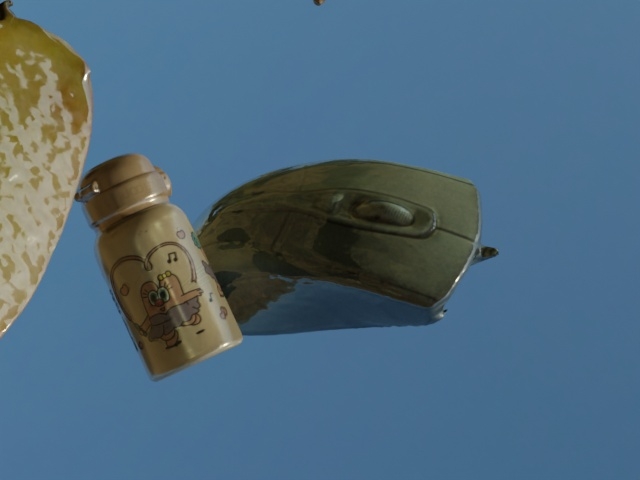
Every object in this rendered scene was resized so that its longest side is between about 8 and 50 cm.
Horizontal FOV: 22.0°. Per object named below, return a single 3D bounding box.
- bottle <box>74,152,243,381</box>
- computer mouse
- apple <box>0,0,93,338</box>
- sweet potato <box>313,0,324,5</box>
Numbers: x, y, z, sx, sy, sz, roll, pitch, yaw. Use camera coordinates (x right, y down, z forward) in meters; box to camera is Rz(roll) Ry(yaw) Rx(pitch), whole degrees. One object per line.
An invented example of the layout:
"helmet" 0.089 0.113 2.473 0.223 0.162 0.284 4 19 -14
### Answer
"bottle" -0.153 0.019 1.554 0.097 0.110 0.209 -26 -93 38
"computer mouse" 0.000 0.000 1.682 0.371 0.122 0.188 -2 -132 26
"apple" -0.308 -0.074 0.985 0.295 0.328 0.365 26 -137 20
"sweet potato" 0.028 -0.328 1.822 0.044 0.044 0.179 16 -118 34
